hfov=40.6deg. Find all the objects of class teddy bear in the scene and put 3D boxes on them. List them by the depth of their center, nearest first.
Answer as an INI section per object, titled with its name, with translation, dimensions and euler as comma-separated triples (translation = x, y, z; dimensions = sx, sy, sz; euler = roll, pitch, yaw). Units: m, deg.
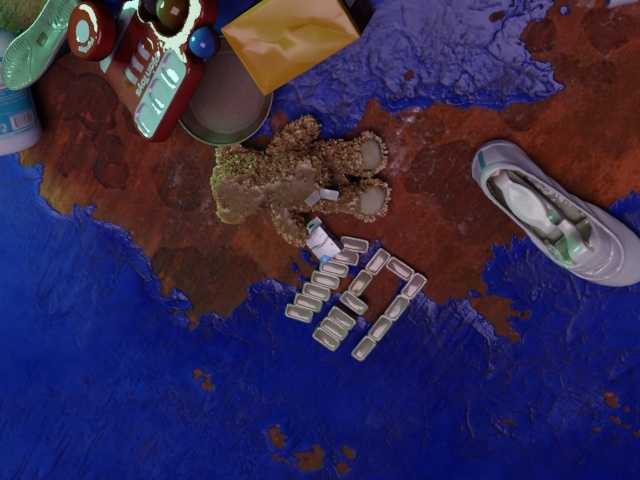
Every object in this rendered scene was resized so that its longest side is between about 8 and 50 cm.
[teddy bear]
translation = -0.033, -0.116, 1.630
dimensions = 0.338, 0.113, 0.245
euler = -19, 114, 13

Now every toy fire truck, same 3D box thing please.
[toy fire truck]
translation = -0.268, -0.349, 1.457
dimensions = 0.254, 0.169, 0.302
euler = 52, 122, 22

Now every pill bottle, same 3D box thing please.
[pill bottle]
translation = -0.628, -0.302, 1.634
dimensions = 0.146, 0.146, 0.264
euler = -1, 115, 13

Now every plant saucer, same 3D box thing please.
[plant saucer]
translation = -0.176, -0.272, 1.586
dimensions = 0.199, 0.036, 0.198
euler = 1, 95, 14

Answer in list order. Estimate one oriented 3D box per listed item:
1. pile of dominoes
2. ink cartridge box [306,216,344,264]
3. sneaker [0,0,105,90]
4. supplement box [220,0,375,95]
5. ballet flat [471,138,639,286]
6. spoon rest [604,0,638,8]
[pile of dominoes]
translation = 0.069, 0.111, 1.763
dimensions = 0.196, 0.040, 0.251
euler = 36, 110, -2
[ink cartridge box]
translation = 0.000, 0.000, 1.705
dimensions = 0.048, 0.028, 0.083
euler = -41, 91, 21
[sneaker]
translation = -0.479, -0.355, 1.574
dimensions = 0.222, 0.118, 0.083
euler = -42, 84, 19
[supplement box]
translation = -0.032, -0.367, 1.442
dimensions = 0.191, 0.194, 0.129
euler = -27, 108, 23
[ballet flat]
translation = 0.429, -0.024, 1.552
dimensions = 0.400, 0.139, 0.139
euler = 38, 118, -8
[spoon rest]
translation = 0.454, -0.494, 1.337
dimensions = 0.137, 0.084, 0.276
euler = -10, 114, 17
